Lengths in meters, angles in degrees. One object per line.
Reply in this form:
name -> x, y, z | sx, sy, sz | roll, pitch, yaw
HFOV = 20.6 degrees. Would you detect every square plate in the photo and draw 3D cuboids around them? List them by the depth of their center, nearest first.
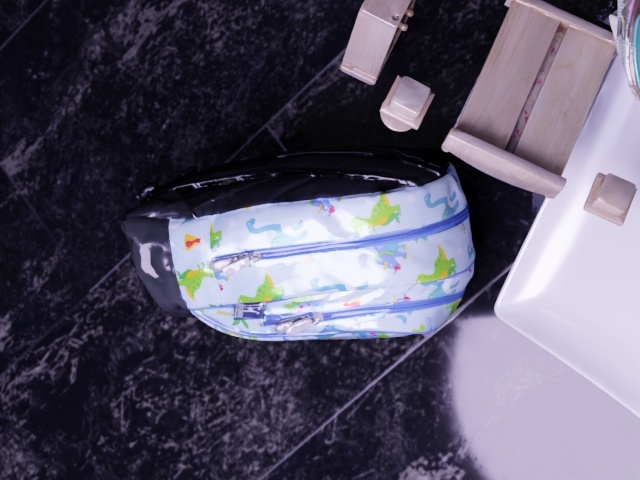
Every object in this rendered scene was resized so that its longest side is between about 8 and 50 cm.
square plate -> 0.376, 0.006, 1.894 | 0.344, 0.049, 0.347 | 37, 108, 44

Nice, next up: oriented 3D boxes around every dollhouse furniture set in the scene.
dollhouse furniture set -> 0.220, -0.207, 1.991 | 0.355, 0.174, 0.303 | 26, 74, 0

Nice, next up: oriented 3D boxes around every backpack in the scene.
backpack -> 0.000, 0.000, 2.019 | 0.355, 0.290, 0.273 | -20, 92, 17

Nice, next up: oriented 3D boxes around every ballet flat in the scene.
ballet flat -> 0.341, -0.260, 1.877 | 0.079, 0.077, 0.221 | 28, 128, 53
